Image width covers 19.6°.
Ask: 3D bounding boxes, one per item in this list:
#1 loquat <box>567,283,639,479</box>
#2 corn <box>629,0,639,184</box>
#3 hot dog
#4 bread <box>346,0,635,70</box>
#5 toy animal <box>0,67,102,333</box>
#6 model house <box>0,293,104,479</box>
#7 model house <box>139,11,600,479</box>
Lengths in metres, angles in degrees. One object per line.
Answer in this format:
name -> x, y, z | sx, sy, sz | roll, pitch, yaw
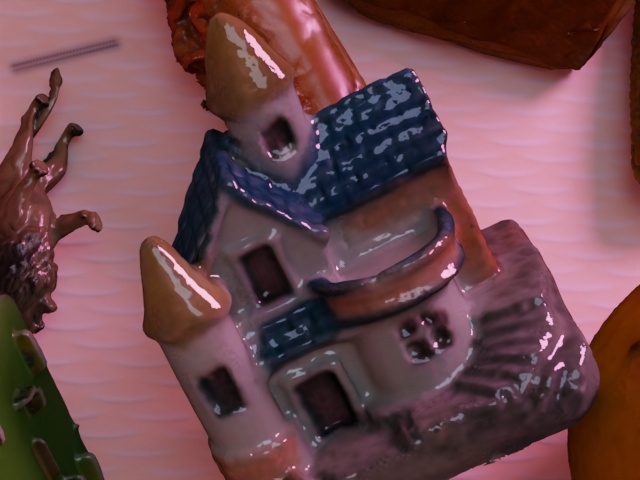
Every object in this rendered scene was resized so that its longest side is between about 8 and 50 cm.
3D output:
loquat -> 0.350, 0.153, 1.301 | 0.328, 0.328, 0.359 | -39, 123, -21
corn -> 0.301, -0.149, 1.515 | 0.097, 0.097, 0.262 | 11, 68, -5
hot dog -> -0.047, -0.142, 1.429 | 0.117, 0.158, 0.349 | -30, 79, 0
bread -> 0.158, -0.310, 1.461 | 0.277, 0.324, 0.167 | 17, 44, -4
toy animal -> -0.210, -0.040, 1.399 | 0.069, 0.086, 0.220 | 31, 53, -39
model house -> -0.351, 0.171, 1.182 | 0.323, 0.340, 0.300 | -17, 25, 12
model house -> 0.000, 0.000, 1.249 | 0.267, 0.194, 0.325 | -25, 111, 3
